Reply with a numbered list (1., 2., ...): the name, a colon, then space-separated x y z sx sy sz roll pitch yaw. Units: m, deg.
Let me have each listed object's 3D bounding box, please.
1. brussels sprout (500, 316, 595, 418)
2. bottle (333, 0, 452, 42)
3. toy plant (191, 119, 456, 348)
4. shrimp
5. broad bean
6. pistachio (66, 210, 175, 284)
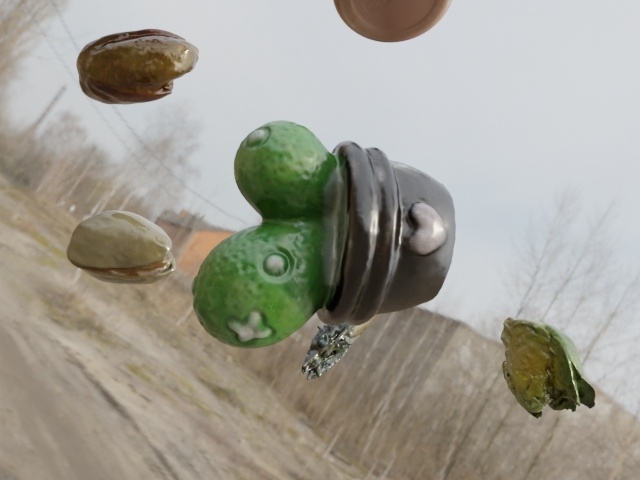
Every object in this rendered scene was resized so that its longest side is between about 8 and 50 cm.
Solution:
1. brussels sprout: 0.361 0.199 1.314 0.101 0.139 0.181 6 35 -21
2. bottle: 0.086 -0.450 1.200 0.207 0.296 0.173 18 -43 -18
3. toy plant: 0.000 0.000 0.783 0.235 0.217 0.175 6 -1 -12
4. shrimp: 0.060 0.174 1.791 0.085 0.445 0.272 40 -49 4
5. broad bean: -0.318 -0.298 1.411 0.229 0.121 0.156 -2 6 18
6. pistachio: -0.316 0.016 1.306 0.185 0.124 0.124 10 -18 25
